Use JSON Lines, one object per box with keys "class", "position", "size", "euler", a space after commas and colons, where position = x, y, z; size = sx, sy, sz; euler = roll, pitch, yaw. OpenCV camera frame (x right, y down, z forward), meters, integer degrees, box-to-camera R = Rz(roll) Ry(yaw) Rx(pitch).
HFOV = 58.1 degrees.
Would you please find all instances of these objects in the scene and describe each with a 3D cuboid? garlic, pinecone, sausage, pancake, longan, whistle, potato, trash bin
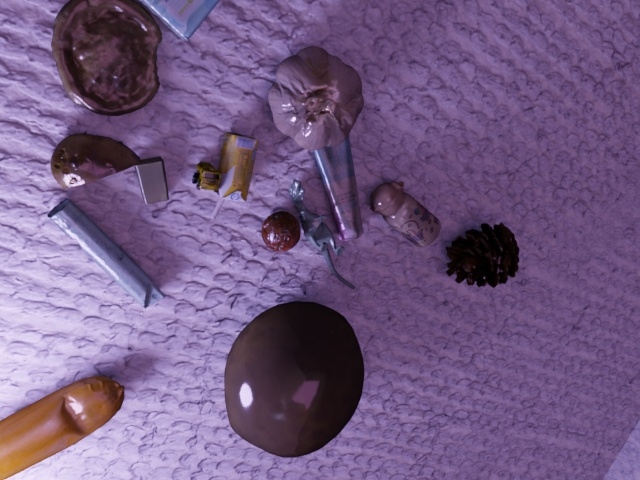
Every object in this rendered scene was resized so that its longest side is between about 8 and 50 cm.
{"class": "garlic", "position": [-0.008, -0.313, 1.288], "size": [0.227, 0.152, 0.228], "euler": [-4, 104, -18]}
{"class": "pinecone", "position": [0.462, 0.043, 1.644], "size": [0.204, 0.179, 0.184], "euler": [1, 88, -7]}
{"class": "sausage", "position": [-0.617, 0.421, 1.323], "size": [0.353, 0.116, 0.134], "euler": [-26, 104, -17]}
{"class": "pancake", "position": [-0.418, -0.368, 1.145], "size": [0.222, 0.042, 0.236], "euler": [20, 101, -32]}
{"class": "longan", "position": [-0.063, 0.342, 1.427], "size": [0.404, 0.336, 0.405], "euler": [-46, 148, -40]}
{"class": "whistle", "position": [-0.465, 0.037, 1.272], "size": [0.062, 0.062, 0.312], "euler": [-40, 121, -6]}
{"class": "potato", "position": [-0.464, -0.166, 1.162], "size": [0.171, 0.089, 0.101], "euler": [-17, 110, -6]}
{"class": "trash bin", "position": [-0.369, -0.131, 1.262], "size": [0.060, 0.043, 0.092], "euler": [-14, 118, -20]}

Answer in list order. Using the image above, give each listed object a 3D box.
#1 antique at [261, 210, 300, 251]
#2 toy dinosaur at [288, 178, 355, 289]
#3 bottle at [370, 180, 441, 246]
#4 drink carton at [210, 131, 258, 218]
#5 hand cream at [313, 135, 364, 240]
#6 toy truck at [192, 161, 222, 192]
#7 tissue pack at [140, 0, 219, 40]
{"class": "antique", "position": [-0.096, -0.022, 1.397], "size": [0.104, 0.104, 0.104], "euler": [-9, 113, -22]}
{"class": "toy dinosaur", "position": [0.017, 0.022, 1.450], "size": [0.076, 0.129, 0.383], "euler": [-27, 120, -6]}
{"class": "bottle", "position": [0.225, -0.077, 1.524], "size": [0.209, 0.097, 0.110], "euler": [36, 92, -31]}
{"class": "drink carton", "position": [-0.197, -0.141, 1.312], "size": [0.074, 0.084, 0.200], "euler": [6, 105, -28]}
{"class": "hand cream", "position": [0.049, -0.156, 1.433], "size": [0.111, 0.070, 0.313], "euler": [-20, 112, -13]}
{"class": "toy truck", "position": [-0.253, -0.141, 1.286], "size": [0.049, 0.083, 0.054], "euler": [7, 107, -27]}
{"class": "tissue pack", "position": [-0.248, -0.550, 1.125], "size": [0.177, 0.089, 0.263], "euler": [39, 90, -29]}
